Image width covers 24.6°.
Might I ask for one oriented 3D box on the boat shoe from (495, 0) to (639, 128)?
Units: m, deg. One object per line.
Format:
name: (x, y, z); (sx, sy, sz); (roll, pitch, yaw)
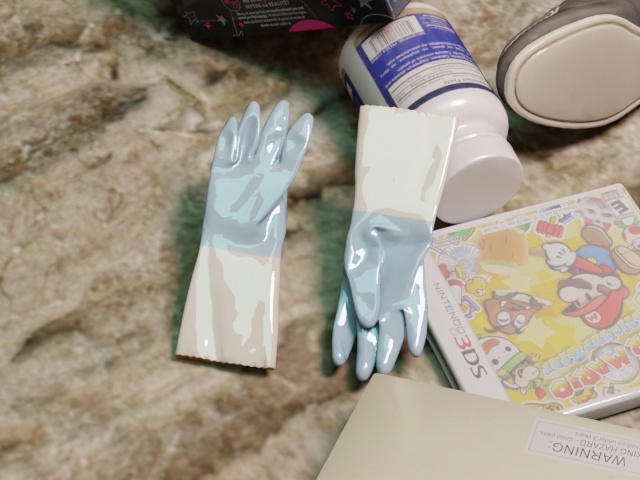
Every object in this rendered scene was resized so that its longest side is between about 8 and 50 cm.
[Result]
boat shoe: (0.273, -0.184, 1.359); (0.335, 0.112, 0.095); (-18, 36, -32)

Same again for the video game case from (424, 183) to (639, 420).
video game case: (0.196, 0.055, 1.205); (0.227, 0.026, 0.206); (-14, 53, -16)

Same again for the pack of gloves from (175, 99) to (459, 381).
pack of gloves: (0.000, 0.000, 1.197); (0.195, 0.046, 0.232); (8, 74, 5)

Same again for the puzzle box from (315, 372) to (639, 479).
puzzle box: (0.181, 0.228, 0.960); (0.408, 0.052, 0.272); (11, 36, 19)

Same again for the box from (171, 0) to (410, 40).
box: (-0.018, -0.292, 1.336); (0.247, 0.142, 0.163); (2, 41, 39)

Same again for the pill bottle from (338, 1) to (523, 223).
pill bottle: (0.099, -0.109, 1.279); (0.112, 0.112, 0.187); (-14, 53, -16)
